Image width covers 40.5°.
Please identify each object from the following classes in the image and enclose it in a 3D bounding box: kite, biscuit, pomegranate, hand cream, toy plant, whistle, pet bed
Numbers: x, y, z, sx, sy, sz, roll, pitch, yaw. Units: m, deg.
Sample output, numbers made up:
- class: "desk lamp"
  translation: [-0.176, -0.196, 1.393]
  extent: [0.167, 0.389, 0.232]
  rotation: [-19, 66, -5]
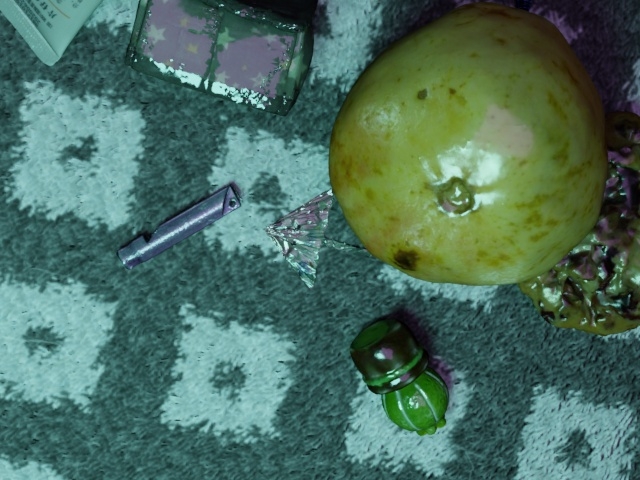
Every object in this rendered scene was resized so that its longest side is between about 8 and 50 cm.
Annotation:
- class: "kite"
  translation: [0.000, 0.000, 1.158]
  extent: [0.157, 0.011, 0.139]
  rotation: [13, 99, -7]
- class: "biscuit"
  translation: [0.409, -0.022, 1.144]
  extent: [0.334, 0.081, 0.289]
  rotation: [-24, 93, 1]
- class: "pomegranate"
  translation: [0.184, -0.104, 1.025]
  extent: [0.342, 0.342, 0.342]
  rotation: [-1, 98, -6]
- class: "hand cream"
  translation: [-0.268, -0.338, 1.008]
  extent: [0.314, 0.089, 0.139]
  rotation: [-31, 101, 26]
- class: "toy plant"
  translation: [0.112, 0.187, 1.154]
  extent: [0.093, 0.093, 0.162]
  rotation: [-34, 104, 0]
- class: "whistle"
  translation: [-0.183, -0.017, 1.124]
  extent: [0.176, 0.033, 0.033]
  rotation: [-30, 100, -1]
- class: "pet bed"
  translation: [-0.109, -0.256, 1.026]
  extent: [0.211, 0.183, 0.159]
  rotation: [16, 102, -6]

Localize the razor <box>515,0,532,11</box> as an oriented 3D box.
- class: "razor"
  translation: [0.268, -0.287, 1.134]
  extent: [0.044, 0.028, 0.154]
  rotation: [0, 97, -6]
